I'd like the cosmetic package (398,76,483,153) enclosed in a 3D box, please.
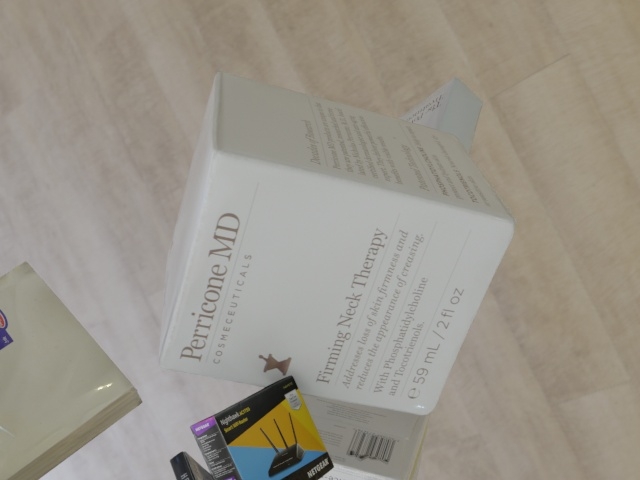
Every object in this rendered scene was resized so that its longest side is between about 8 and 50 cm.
[{"bbox_3d":[0.159,-0.144,1.816,0.097,0.284,0.377,37,136,-20],"label":"cosmetic package"}]

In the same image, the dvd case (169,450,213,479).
[{"bbox_3d":[-0.111,0.407,1.154,0.030,0.238,0.179,-34,42,-1],"label":"dvd case"}]

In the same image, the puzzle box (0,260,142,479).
[{"bbox_3d":[-0.519,0.223,1.449,0.409,0.272,0.052,38,155,38],"label":"puzzle box"}]

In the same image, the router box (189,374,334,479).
[{"bbox_3d":[-0.066,0.253,1.042,0.046,0.179,0.133,-29,84,28],"label":"router box"}]

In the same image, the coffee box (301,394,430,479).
[{"bbox_3d":[0.035,0.523,1.900,0.338,0.338,0.334,13,115,12],"label":"coffee box"}]

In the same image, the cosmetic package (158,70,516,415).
[{"bbox_3d":[0.000,0.000,1.226,0.394,0.327,0.329,12,116,-13],"label":"cosmetic package"}]
